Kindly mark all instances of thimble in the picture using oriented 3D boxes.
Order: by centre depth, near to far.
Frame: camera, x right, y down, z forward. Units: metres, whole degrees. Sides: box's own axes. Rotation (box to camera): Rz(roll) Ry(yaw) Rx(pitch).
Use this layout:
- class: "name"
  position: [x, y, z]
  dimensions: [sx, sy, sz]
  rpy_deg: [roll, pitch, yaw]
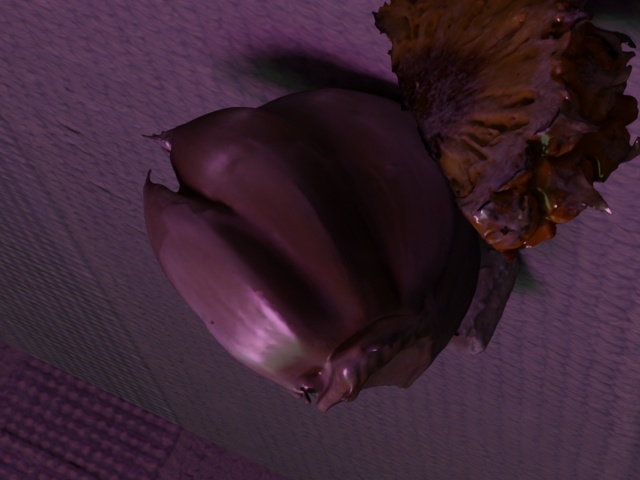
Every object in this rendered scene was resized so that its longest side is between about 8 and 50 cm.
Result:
- class: "thimble"
  position: [0.096, 0.034, 1.466]
  dimensions: [0.115, 0.090, 0.102]
  rpy_deg: [18, 159, 33]

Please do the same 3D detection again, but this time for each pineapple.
- class: "pineapple"
  position: [0.118, -0.095, 1.011]
  dimensions: [0.079, 0.135, 0.233]
  rpy_deg: [38, -162, -35]

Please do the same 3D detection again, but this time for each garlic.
- class: "garlic"
  position: [0.000, 0.000, 1.310]
  dimensions: [0.292, 0.237, 0.210]
  rpy_deg: [60, 166, 27]
